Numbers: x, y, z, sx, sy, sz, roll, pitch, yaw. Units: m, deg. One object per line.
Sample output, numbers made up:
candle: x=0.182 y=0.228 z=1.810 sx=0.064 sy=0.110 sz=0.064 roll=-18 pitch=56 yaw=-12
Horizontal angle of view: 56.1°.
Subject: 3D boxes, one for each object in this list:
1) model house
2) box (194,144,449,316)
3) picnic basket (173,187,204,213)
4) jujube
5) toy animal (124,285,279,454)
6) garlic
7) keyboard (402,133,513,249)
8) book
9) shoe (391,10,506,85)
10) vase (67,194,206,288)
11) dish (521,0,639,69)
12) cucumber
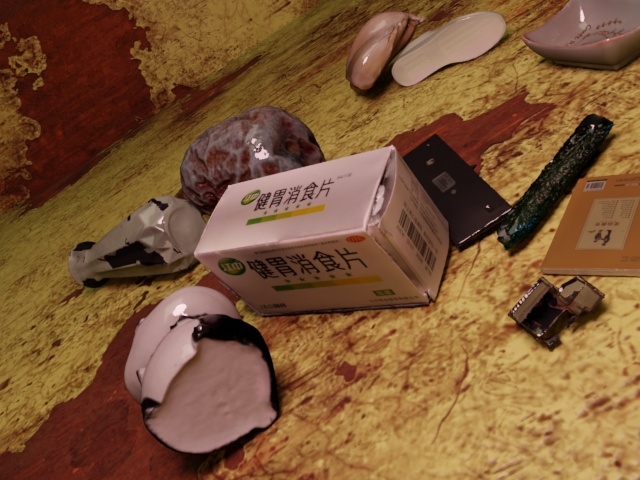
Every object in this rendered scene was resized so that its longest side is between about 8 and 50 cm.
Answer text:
model house: x=0.252 y=0.069 z=0.651 sx=0.083 sy=0.057 sz=0.058 roll=-52 pitch=1 yaw=7
box: x=0.002 y=0.000 z=0.858 sx=0.332 sy=0.173 sz=0.145 roll=-9 pitch=50 yaw=38
picnic basket: x=-0.283 y=-0.107 z=1.458 sx=0.193 sy=0.055 sz=0.110 roll=-5 pitch=41 yaw=41
jujube: x=-0.139 y=-0.144 z=1.199 sx=0.317 sy=0.226 sz=0.226 roll=-11 pitch=36 yaw=45
toy animal: x=-0.172 y=0.164 z=0.821 sx=0.187 sy=0.165 sz=0.235 roll=-56 pitch=34 yaw=-1
garlic: x=0.136 y=-0.461 z=1.433 sx=0.228 sy=0.110 sz=0.217 roll=-50 pitch=3 yaw=4
keyboard: x=0.204 y=-0.088 z=0.953 sx=0.106 sy=0.027 sz=0.317 roll=-34 pitch=28 yaw=9
book: x=0.347 y=-0.023 z=0.721 sx=0.118 sy=0.012 sz=0.172 roll=-1 pitch=43 yaw=45
shoe: x=0.280 y=-0.444 z=1.338 sx=0.264 sy=0.095 sz=0.110 roll=-21 pitch=31 yaw=29
vase: x=-0.409 y=0.017 z=1.313 sx=0.360 sy=0.165 sz=0.165 roll=-17 pitch=33 yaw=36
dish: x=0.468 y=-0.349 z=1.017 sx=0.151 sy=0.077 sz=0.212 roll=-37 pitch=29 yaw=-7
cucumber: x=0.313 y=-0.077 z=0.805 sx=0.043 sy=0.044 sz=0.257 roll=28 pitch=66 yaw=38
